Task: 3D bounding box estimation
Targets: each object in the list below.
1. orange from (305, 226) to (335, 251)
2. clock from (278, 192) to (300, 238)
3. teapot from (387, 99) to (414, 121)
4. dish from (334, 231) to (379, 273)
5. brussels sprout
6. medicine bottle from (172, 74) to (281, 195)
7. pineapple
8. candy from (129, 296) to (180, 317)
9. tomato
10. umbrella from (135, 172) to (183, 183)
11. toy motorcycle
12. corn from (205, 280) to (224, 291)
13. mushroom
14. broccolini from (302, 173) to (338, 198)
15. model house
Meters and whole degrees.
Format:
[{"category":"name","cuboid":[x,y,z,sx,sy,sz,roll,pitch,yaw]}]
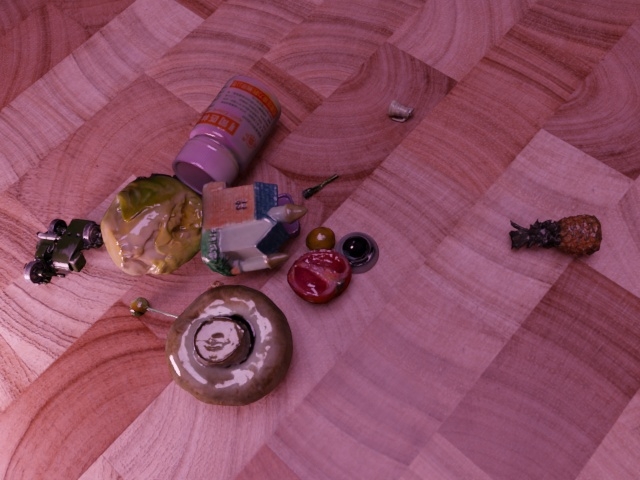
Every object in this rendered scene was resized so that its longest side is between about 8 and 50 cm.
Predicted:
[{"category":"orange","cuboid":[0.000,0.000,1.838,0.095,0.085,0.085,-11,63,-4]},{"category":"clock","cuboid":[-0.128,-0.072,1.911,0.110,0.050,0.152,-16,63,0]},{"category":"teapot","cuboid":[0.278,-0.445,2.035,0.083,0.057,0.067,20,106,13]},{"category":"dish","cuboid":[0.109,0.024,1.816,0.141,0.078,0.141,-3,65,6]},{"category":"brussels sprout","cuboid":[-0.509,-0.055,1.821,0.345,0.268,0.344,-3,34,2]},{"category":"medicine bottle","cuboid":[-0.309,-0.343,1.962,0.219,0.219,0.388,22,66,17]},{"category":"pineapple","cuboid":[0.686,-0.014,1.734,0.248,0.128,0.128,-1,64,13]},{"category":"candy","cuboid":[-0.499,0.220,1.809,0.203,0.061,0.061,12,67,21]},{"category":"tomato","cuboid":[-0.004,0.121,1.776,0.173,0.099,0.189,30,55,29]},{"category":"umbrella","cuboid":[-0.527,-0.194,2.022,0.236,0.059,0.066,4,48,9]},{"category":"toy motorcycle","cuboid":[-0.828,0.036,1.924,0.205,0.127,0.275,8,59,10]},{"category":"corn","cuboid":[-0.358,0.229,1.783,0.080,0.079,0.237,29,72,20]},{"category":"mushroom","cuboid":[-0.253,0.287,1.632,0.353,0.260,0.351,-1,70,2]},{"category":"broccolini","cuboid":[-0.001,-0.186,1.957,0.140,0.035,0.030,-33,68,-10]},{"category":"model house","cuboid":[-0.178,-0.046,1.792,0.325,0.194,0.267,-10,66,16]}]
